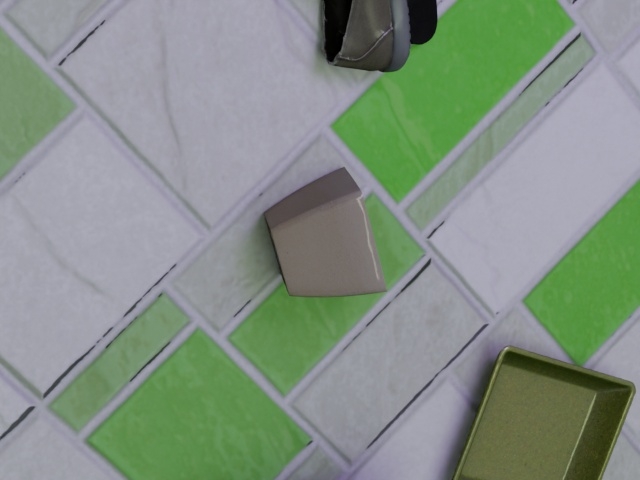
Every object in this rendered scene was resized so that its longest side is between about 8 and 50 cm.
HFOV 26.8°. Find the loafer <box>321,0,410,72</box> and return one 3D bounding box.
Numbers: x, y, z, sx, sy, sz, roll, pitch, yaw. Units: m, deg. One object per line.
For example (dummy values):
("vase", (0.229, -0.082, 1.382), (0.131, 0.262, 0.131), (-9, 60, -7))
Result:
("loafer", (0.029, -0.280, 1.303), (0.087, 0.094, 0.251), (-16, 108, -21))

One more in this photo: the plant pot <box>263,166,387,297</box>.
("plant pot", (0.000, 0.000, 1.357), (0.096, 0.109, 0.109), (-16, 108, -3))

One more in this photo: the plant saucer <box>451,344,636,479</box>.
("plant saucer", (0.244, 0.221, 1.527), (0.188, 0.045, 0.188), (18, 96, -23))

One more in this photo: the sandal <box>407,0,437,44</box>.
("sandal", (0.101, -0.286, 1.349), (0.067, 0.040, 0.179), (-26, 115, -38))
